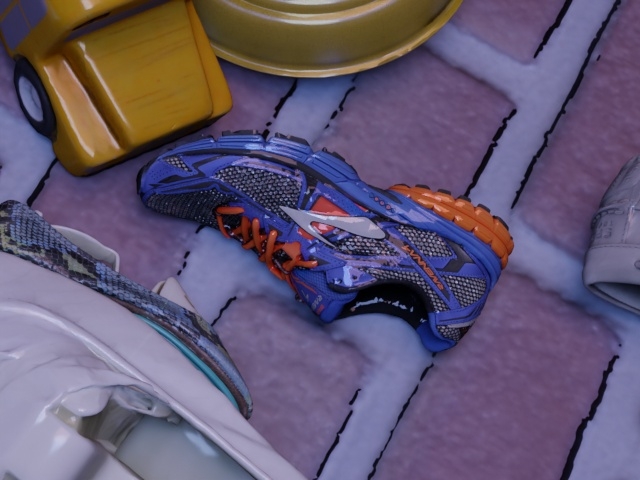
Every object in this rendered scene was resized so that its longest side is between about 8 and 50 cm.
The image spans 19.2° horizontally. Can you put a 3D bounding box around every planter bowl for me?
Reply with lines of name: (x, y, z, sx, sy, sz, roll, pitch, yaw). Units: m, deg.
planter bowl: (-0.007, -0.213, 1.141, 0.217, 0.090, 0.217, 0, 63, 0)

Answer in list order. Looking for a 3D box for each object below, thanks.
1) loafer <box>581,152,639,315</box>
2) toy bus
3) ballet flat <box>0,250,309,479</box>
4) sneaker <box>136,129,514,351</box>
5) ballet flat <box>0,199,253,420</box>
loafer: (0.305, 0.059, 1.120, 0.319, 0.112, 0.111, 27, 66, 7)
toy bus: (-0.154, -0.210, 1.068, 0.108, 0.130, 0.333, -25, 90, -25)
ballet flat: (-0.091, 0.126, 0.946, 0.400, 0.139, 0.139, 35, 61, 2)
sneaker: (0.000, 0.000, 1.076, 0.221, 0.083, 0.087, 16, 70, -4)
ballet flat: (-0.112, 0.035, 1.039, 0.188, 0.070, 0.070, 31, 61, -3)
